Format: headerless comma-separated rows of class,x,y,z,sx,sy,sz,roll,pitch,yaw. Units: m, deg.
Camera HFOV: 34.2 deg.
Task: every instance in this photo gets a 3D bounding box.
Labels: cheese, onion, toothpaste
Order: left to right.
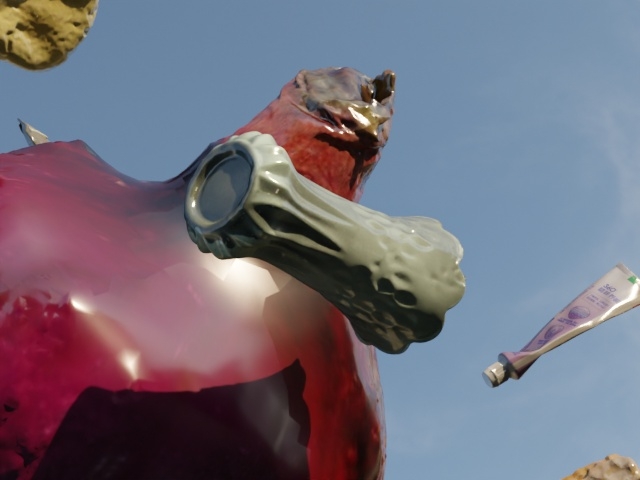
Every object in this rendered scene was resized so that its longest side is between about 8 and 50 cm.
cheese,-0.403,-0.344,1.428,0.214,0.117,0.226,-56,-24,-1
onion,-0.081,0.057,0.708,0.420,0.398,0.398,-43,-43,9
toothpaste,0.367,0.132,1.563,0.301,0.075,0.048,-30,-59,-16

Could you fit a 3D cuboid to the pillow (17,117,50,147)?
pillow,-0.359,-0.081,1.483,0.033,0.130,0.217,-37,-60,-9

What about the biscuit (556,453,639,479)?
biscuit,0.225,0.301,0.608,0.094,0.378,0.054,-25,-42,6

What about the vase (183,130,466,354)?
vase,0.000,0.000,0.523,0.081,0.081,0.149,-47,-44,16
